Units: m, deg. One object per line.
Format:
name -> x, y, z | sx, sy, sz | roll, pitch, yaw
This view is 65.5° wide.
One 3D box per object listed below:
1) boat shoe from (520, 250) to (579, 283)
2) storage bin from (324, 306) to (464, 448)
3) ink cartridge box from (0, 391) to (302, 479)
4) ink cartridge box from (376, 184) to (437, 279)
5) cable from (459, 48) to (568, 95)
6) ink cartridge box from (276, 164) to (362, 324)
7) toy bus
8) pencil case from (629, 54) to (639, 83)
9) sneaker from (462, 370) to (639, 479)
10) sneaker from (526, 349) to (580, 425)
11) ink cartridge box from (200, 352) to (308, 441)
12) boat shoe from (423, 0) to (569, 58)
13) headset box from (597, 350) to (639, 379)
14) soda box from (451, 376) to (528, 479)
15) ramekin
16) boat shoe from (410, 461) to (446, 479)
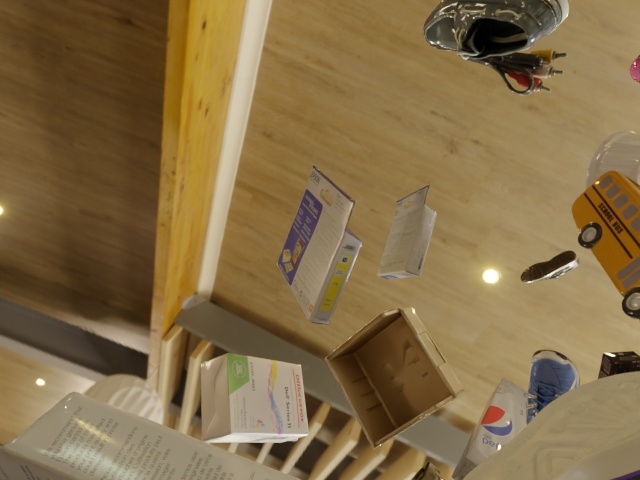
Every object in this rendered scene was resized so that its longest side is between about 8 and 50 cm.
boat shoe -> 0.610, 0.081, 1.320 | 0.152, 0.056, 0.049 | -30, -55, 33
storage bin -> 0.187, 0.347, 1.289 | 0.260, 0.123, 0.262 | -46, -118, 32
ink cartridge box -> -0.157, 0.268, 0.470 | 0.331, 0.071, 0.323 | 21, -46, 6
ink cartridge box -> 0.226, -0.012, 1.286 | 0.046, 0.223, 0.223 | 18, -9, -9
cable -> 0.470, -0.448, 1.286 | 0.287, 0.139, 0.072 | 26, 2, 34
ink cartridge box -> 0.000, 0.000, 1.251 | 0.072, 0.303, 0.307 | 16, -72, -25
toy bus -> 0.553, 0.023, 0.850 | 0.108, 0.332, 0.130 | 27, -57, -17
pencil case -> 0.679, -0.282, 0.928 | 0.098, 0.209, 0.095 | 6, -45, -20
sneaker -> 0.316, 0.315, 0.551 | 0.236, 0.323, 0.130 | 65, -13, -8
sneaker -> 0.397, 0.282, 0.855 | 0.080, 0.081, 0.211 | 3, -62, 33
ink cartridge box -> -0.152, 0.443, 1.377 | 0.119, 0.206, 0.354 | -28, -33, 32
boat shoe -> 0.296, -0.402, 0.942 | 0.116, 0.099, 0.320 | 48, -14, -32
headset box -> 0.559, 0.252, 0.932 | 0.062, 0.032, 0.083 | -1, -73, -5
soda box -> 0.422, 0.468, 1.200 | 0.091, 0.286, 0.098 | 30, -48, 20
ramekin -> 0.903, -0.170, 1.416 | 0.277, 0.277, 0.135 | 57, -15, -25
boat shoe -> 0.113, 0.339, 0.545 | 0.104, 0.111, 0.307 | 38, -29, 26
